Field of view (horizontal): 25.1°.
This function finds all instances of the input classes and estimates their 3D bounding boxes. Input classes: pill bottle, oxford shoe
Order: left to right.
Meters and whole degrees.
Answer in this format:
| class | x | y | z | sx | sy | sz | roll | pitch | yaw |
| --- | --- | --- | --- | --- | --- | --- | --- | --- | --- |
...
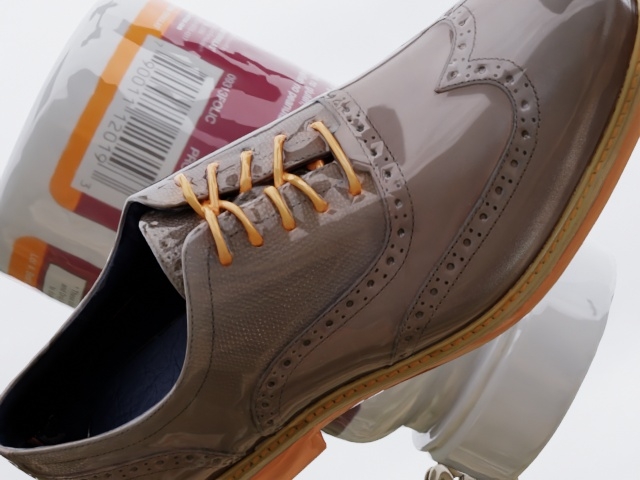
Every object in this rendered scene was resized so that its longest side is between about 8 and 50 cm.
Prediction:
| class | x | y | z | sx | sy | sz | roll | pitch | yaw |
| --- | --- | --- | --- | --- | --- | --- | --- | --- | --- |
| pill bottle | -0.011 | 0.003 | 1.001 | 0.392 | 0.224 | 0.224 | 27 | -29 | -4 |
| oxford shoe | 0.000 | 0.000 | 0.638 | 0.363 | 0.130 | 0.133 | -47 | -39 | 15 |

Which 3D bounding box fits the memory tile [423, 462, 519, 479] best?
| class | x | y | z | sx | sy | sz | roll | pitch | yaw |
| --- | --- | --- | --- | --- | --- | --- | --- | --- | --- |
| memory tile | 0.116 | 0.203 | 1.115 | 0.012 | 0.148 | 0.113 | -18 | -59 | 32 |
